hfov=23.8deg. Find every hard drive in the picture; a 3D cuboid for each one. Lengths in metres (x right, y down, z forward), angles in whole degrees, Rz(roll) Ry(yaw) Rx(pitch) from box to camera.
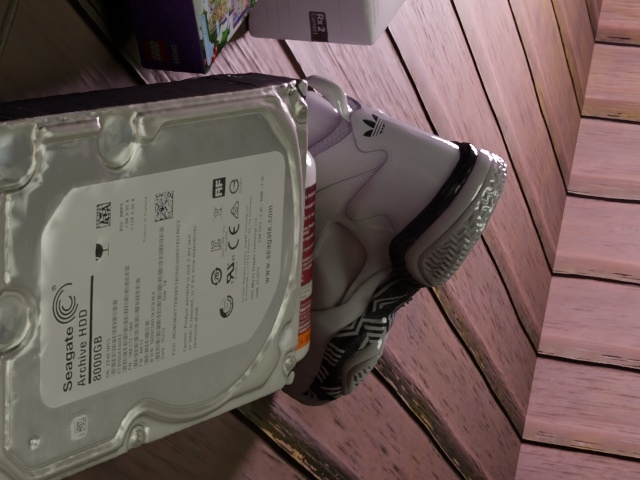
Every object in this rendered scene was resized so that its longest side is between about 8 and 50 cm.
[{"bbox_3d":[-0.128,0.019,0.998,0.339,0.064,0.237,-14,111,-53],"label":"hard drive"}]

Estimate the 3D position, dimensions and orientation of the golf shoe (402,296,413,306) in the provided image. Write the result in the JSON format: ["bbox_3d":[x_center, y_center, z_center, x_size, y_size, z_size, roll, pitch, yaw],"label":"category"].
[{"bbox_3d":[0.080,-0.023,1.730,0.094,0.077,0.198,32,62,-54],"label":"golf shoe"}]

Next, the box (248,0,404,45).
[{"bbox_3d":[0.013,-0.292,1.342,0.182,0.119,0.181,-58,148,-52],"label":"box"}]

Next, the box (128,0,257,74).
[{"bbox_3d":[-0.087,-0.293,1.069,0.201,0.057,0.293,-60,152,-45],"label":"box"}]

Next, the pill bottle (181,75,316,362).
[{"bbox_3d":[-0.064,-0.015,1.211,0.121,0.121,0.221,-32,127,-67],"label":"pill bottle"}]

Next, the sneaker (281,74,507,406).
[{"bbox_3d":[0.000,0.000,1.401,0.366,0.210,0.137,-53,-173,45],"label":"sneaker"}]
